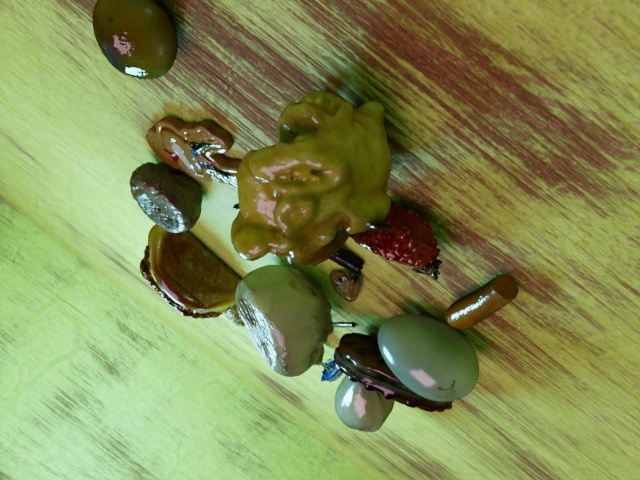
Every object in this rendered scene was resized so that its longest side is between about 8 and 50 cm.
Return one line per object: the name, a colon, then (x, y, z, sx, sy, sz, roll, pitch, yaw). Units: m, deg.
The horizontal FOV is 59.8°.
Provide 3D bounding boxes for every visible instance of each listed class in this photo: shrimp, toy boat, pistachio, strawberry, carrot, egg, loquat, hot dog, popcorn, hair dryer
shrimp: (0.069, 0.108, 1.480, 0.099, 0.041, 0.180, 46, 157, 13)
toy boat: (0.025, 0.463, 2.032, 0.110, 0.091, 0.175, 24, 151, -13)
pistachio: (0.152, 0.522, 1.878, 0.332, 0.208, 0.226, 94, 163, -52)
strawberry: (0.149, -0.019, 1.112, 0.236, 0.107, 0.175, 27, -171, 20)
carrot: (0.330, 0.137, 1.172, 0.067, 0.067, 0.225, 35, 152, 3)
egg: (0.259, 0.279, 1.357, 0.264, 0.183, 0.183, 32, 154, 22)
loquat: (-0.350, -0.394, 1.049, 0.152, 0.152, 0.195, 25, 143, 21)
hot dog: (-0.464, 0.128, 1.935, 0.405, 0.223, 0.185, 43, 150, -15)
popcorn: (0.005, -0.091, 0.938, 0.281, 0.297, 0.316, 39, 125, 29)
hair dryer: (0.000, 0.000, 1.352, 0.251, 0.089, 0.197, 32, 152, -12)

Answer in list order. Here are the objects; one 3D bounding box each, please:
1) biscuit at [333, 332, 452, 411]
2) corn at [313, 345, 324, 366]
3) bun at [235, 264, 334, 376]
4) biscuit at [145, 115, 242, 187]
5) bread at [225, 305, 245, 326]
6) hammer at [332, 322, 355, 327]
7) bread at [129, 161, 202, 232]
biscuit: (0.197, 0.366, 1.554, 0.366, 0.115, 0.268, 20, -179, 27)
corn: (-0.060, 0.318, 1.891, 0.106, 0.106, 0.305, 18, 143, 33)
bun: (-0.106, 0.221, 1.630, 0.326, 0.234, 0.362, 47, 151, 25)
biscuit: (-0.320, -0.220, 1.395, 0.334, 0.047, 0.202, 16, 147, 37)
bread: (-0.337, 0.281, 2.194, 0.105, 0.076, 0.233, 12, 146, 42)
hammer: (0.053, 0.274, 1.783, 0.062, 0.013, 0.199, 46, 153, -18)
bread: (-0.433, -0.128, 1.595, 0.230, 0.123, 0.230, 27, 146, 20)
